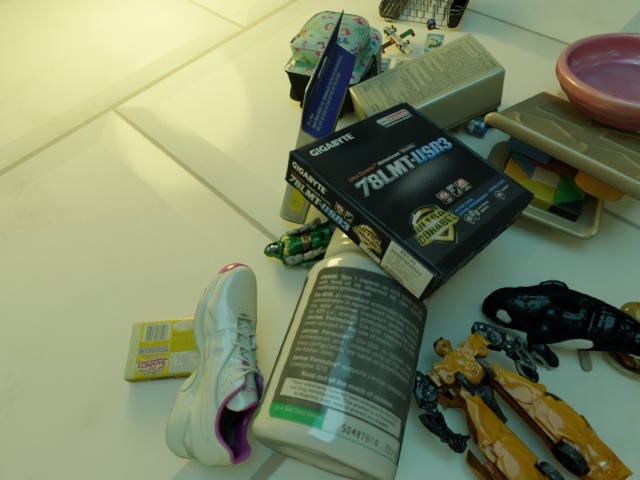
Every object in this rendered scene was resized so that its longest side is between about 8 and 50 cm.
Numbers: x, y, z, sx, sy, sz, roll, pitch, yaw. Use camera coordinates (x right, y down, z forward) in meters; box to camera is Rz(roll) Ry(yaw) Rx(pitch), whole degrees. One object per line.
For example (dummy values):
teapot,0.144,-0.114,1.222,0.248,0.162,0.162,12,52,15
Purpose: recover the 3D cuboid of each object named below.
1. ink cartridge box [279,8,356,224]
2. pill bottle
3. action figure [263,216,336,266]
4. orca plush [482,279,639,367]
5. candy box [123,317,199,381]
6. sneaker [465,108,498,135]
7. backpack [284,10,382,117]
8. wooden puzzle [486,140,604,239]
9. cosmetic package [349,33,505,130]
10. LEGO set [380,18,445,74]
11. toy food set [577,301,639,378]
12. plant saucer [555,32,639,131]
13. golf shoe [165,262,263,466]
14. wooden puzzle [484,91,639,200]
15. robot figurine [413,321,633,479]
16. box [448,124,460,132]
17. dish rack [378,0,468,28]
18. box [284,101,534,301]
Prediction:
ink cartridge box,0.004,-0.240,0.869,0.072,0.307,0.303,20,52,-4
pill bottle,0.051,0.152,0.670,0.204,0.204,0.361,12,58,14
action figure,0.000,0.000,0.871,0.232,0.063,0.137,-14,58,0
orca plush,0.410,0.134,0.688,0.287,0.102,0.151,31,74,29
candy box,-0.239,0.192,0.778,0.206,0.027,0.105,-5,60,2
sneaker,0.406,-0.300,1.047,0.058,0.052,0.135,34,73,18
backpack,0.044,-0.472,1.123,0.225,0.191,0.253,18,54,18
wooden puzzle,0.454,-0.119,0.892,0.239,0.044,0.221,22,51,19
cosmetic package,0.243,-0.335,1.011,0.310,0.113,0.160,-24,57,3
LEGO set,0.250,-0.530,1.229,0.183,0.060,0.244,12,69,13
toy food set,0.524,0.162,0.716,0.192,0.038,0.132,1,56,6
plant saucer,0.683,-0.340,0.938,0.333,0.084,0.332,-2,49,3
golf shoe,-0.132,0.187,0.670,0.140,0.115,0.306,2,76,37
wooden puzzle,0.541,-0.195,0.902,0.322,0.080,0.348,39,44,27
robot figurine,0.273,0.265,0.643,0.211,0.085,0.291,-32,59,-16
box,0.279,-0.364,1.105,0.201,0.021,0.164,22,68,19
dish rack,0.324,-0.747,1.344,0.272,0.074,0.208,17,58,17
box,0.147,-0.086,0.701,0.296,0.073,0.293,-30,65,-34
